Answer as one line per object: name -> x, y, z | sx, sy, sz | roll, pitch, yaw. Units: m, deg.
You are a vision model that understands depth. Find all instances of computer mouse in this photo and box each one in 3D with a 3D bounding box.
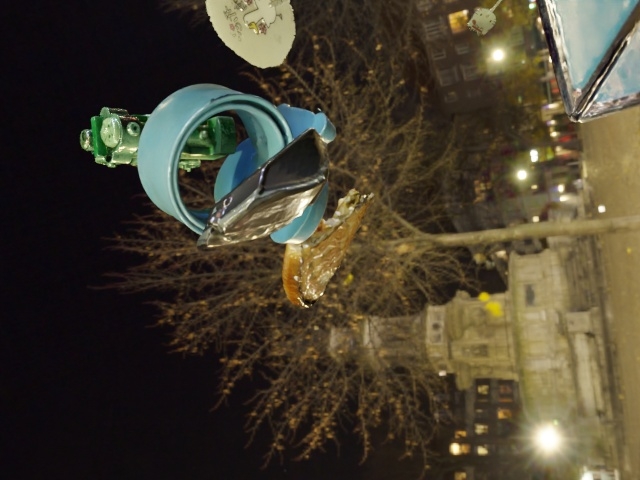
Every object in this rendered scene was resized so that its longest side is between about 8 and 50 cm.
computer mouse -> -0.043, -0.042, 0.557 | 0.062, 0.106, 0.192 | 50, -143, -11

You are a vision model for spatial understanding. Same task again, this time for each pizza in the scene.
pizza -> 0.000, 0.000, 1.184 | 0.287, 0.074, 0.251 | -61, -15, 0

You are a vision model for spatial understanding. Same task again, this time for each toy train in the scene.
toy train -> -0.202, -0.126, 0.747 | 0.178, 0.105, 0.071 | -5, -89, -42

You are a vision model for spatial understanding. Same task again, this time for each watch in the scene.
watch -> -0.105, -0.099, 0.706 | 0.193, 0.211, 0.210 | 20, -116, -43

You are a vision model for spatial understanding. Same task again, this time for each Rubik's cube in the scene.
Rubik's cube -> 0.372, -0.303, 0.658 | 0.259, 0.260, 0.255 | 67, -154, -13

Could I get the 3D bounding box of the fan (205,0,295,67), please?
fan -> -0.080, -0.449, 1.120 | 0.012, 0.415, 0.233 | -46, -57, -34

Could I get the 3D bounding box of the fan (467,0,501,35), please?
fan -> 0.329, -0.443, 1.171 | 0.056, 0.083, 0.004 | 21, -142, -31
